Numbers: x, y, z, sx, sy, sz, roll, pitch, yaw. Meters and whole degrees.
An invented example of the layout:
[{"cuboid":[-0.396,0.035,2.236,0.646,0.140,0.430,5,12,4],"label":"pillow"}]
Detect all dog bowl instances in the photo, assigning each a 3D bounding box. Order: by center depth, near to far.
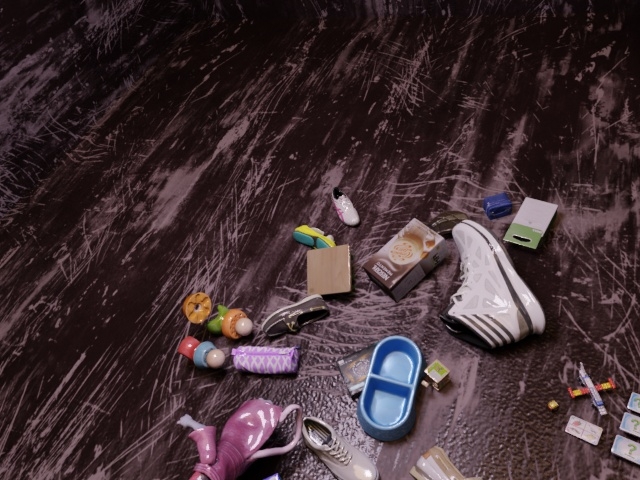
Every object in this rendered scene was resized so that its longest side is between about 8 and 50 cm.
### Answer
[{"cuboid":[0.200,0.404,1.440,0.166,0.074,0.297,12,61,17],"label":"dog bowl"}]

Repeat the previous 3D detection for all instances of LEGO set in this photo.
[{"cuboid":[0.719,0.430,1.301,0.244,0.060,0.182,18,57,36],"label":"LEGO set"}]

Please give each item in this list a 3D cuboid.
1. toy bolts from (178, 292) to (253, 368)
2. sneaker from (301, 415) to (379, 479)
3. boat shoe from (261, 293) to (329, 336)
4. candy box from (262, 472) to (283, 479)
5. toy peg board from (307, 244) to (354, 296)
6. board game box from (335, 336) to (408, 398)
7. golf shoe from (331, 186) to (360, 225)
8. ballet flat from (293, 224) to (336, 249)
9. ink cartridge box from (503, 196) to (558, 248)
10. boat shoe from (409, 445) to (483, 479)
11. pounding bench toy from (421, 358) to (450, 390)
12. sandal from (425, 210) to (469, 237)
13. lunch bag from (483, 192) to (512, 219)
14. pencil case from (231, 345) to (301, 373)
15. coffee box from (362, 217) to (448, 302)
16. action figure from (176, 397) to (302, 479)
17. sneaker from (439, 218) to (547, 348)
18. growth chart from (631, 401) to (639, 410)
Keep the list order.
[{"cuboid":[-0.344,0.295,1.636,0.159,0.218,0.228,7,58,38],"label":"toy bolts"},{"cuboid":[0.040,0.565,1.363,0.258,0.091,0.094,24,60,32],"label":"sneaker"},{"cuboid":[-0.083,0.255,1.674,0.228,0.081,0.068,-27,44,-11],"label":"boat shoe"},{"cuboid":[-0.161,0.777,1.218,0.268,0.122,0.317,-24,49,-6],"label":"candy box"},{"cuboid":[0.043,0.110,1.754,0.161,0.079,0.161,-10,71,27],"label":"toy peg board"},{"cuboid":[0.153,0.380,1.535,0.186,0.026,0.126,-23,48,-4],"label":"board game box"},{"cuboid":[0.089,-0.128,1.954,0.068,0.086,0.186,-27,50,-10],"label":"golf shoe"},{"cuboid":[0.000,0.000,1.882,0.231,0.077,0.077,28,48,36],"label":"ballet flat"},{"cuboid":[0.705,-0.044,1.717,0.109,0.062,0.209,21,59,30],"label":"ink cartridge box"},{"cuboid":[0.359,0.612,1.217,0.302,0.113,0.103,31,69,36],"label":"boat shoe"},{"cuboid":[0.321,0.393,1.448,0.083,0.065,0.052,-37,51,-16],"label":"pounding bench toy"},{"cuboid":[0.418,-0.031,1.799,0.219,0.060,0.090,-33,49,7],"label":"sandal"},{"cuboid":[0.622,-0.117,1.802,0.099,0.067,0.065,-16,47,3],"label":"lunch bag"},{"cuboid":[-0.167,0.371,1.594,0.206,0.088,0.086,-4,56,14],"label":"pencil case"},{"cuboid":[0.283,0.064,1.698,0.246,0.098,0.141,-43,50,-8],"label":"coffee box"},{"cuboid":[-0.232,0.567,1.282,0.276,0.247,0.370,2,10,20],"label":"action figure"},{"cuboid":[0.457,0.129,1.568,0.258,0.169,0.447,-20,50,-4],"label":"sneaker"},{"cuboid":[0.890,0.471,1.247,0.172,0.021,0.237,-24,48,-4],"label":"growth chart"}]
